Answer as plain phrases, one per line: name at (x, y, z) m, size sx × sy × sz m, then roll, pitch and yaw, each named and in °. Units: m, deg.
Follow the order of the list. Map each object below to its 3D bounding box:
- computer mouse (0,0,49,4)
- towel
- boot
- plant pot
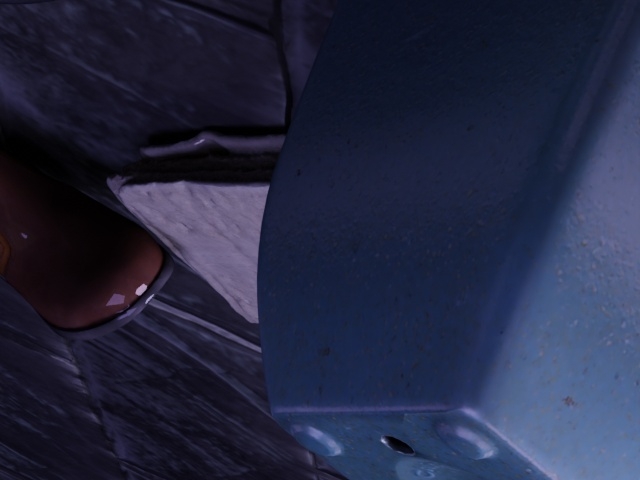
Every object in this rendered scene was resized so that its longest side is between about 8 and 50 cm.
computer mouse at (-0.075, -0.132, 0.781) m, size 0.184 × 0.060 × 0.262 m, roll 12°, pitch -166°, yaw 27°
towel at (0.000, 0.000, 1.162) m, size 0.282 × 0.049 × 0.187 m, roll 4°, pitch 148°, yaw 45°
boot at (-0.247, -0.066, 1.231) m, size 0.280 × 0.096 × 0.264 m, roll 51°, pitch 169°, yaw -35°
plant pot at (0.115, 0.018, 0.824) m, size 0.247 × 0.252 × 0.248 m, roll 40°, pitch 154°, yaw -27°
